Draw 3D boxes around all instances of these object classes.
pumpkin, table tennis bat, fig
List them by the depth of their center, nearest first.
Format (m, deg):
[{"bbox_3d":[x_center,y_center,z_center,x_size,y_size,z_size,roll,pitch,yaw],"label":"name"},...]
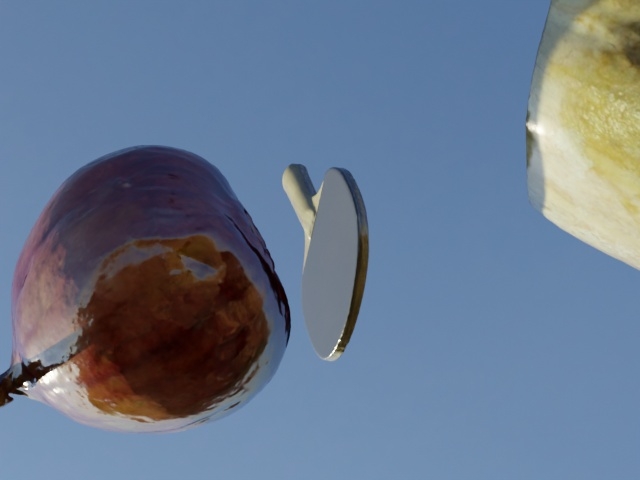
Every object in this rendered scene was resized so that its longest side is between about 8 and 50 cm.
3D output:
[{"bbox_3d":[0.243,-0.125,1.026,0.199,0.332,0.332,22,-56,9],"label":"pumpkin"},{"bbox_3d":[-0.146,0.059,1.212,0.249,0.204,0.186,-35,-38,11],"label":"fig"},{"bbox_3d":[0.000,0.000,1.402,0.022,0.246,0.138,8,-67,-15],"label":"table tennis bat"}]
